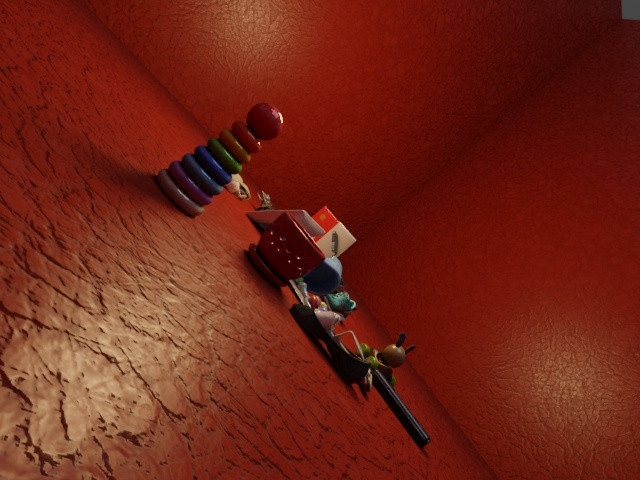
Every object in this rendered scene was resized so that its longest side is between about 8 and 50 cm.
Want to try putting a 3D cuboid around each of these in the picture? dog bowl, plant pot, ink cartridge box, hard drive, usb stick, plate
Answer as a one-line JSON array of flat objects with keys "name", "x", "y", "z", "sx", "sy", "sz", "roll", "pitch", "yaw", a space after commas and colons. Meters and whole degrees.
[{"name": "dog bowl", "x": -0.042, "y": 0.096, "z": 1.494, "sx": 0.297, "sy": 0.166, "sz": 0.074, "roll": 40, "pitch": 18, "yaw": -24}, {"name": "plant pot", "x": -0.105, "y": 0.036, "z": 1.217, "sx": 0.191, "sy": 0.174, "sz": 0.191, "roll": 48, "pitch": 2, "yaw": -2}, {"name": "ink cartridge box", "x": 0.000, "y": 0.000, "z": 2.214, "sx": 0.261, "sy": 0.296, "sz": 0.066, "roll": 49, "pitch": 3, "yaw": 1}, {"name": "hard drive", "x": 0.093, "y": 0.289, "z": 2.226, "sx": 0.254, "sy": 0.054, "sz": 0.172, "roll": 46, "pitch": 4, "yaw": -40}, {"name": "usb stick", "x": 0.258, "y": 0.547, "z": 1.333, "sx": 0.278, "sy": 0.045, "sz": 0.077, "roll": 50, "pitch": -4, "yaw": 29}, {"name": "plate", "x": -0.151, "y": -0.064, "z": 1.795, "sx": 0.277, "sy": 0.278, "sz": 0.045, "roll": 42, "pitch": 52, "yaw": -63}]

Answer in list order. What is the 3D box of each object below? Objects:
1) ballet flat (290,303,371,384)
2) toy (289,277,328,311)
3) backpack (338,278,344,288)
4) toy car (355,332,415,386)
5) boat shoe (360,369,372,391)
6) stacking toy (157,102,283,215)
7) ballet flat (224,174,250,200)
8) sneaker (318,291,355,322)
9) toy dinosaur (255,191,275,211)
[{"name": "ballet flat", "x": 0.037, "y": 0.265, "z": 1.123, "sx": 0.280, "sy": 0.096, "sz": 0.095, "roll": 49, "pitch": 3, "yaw": 12}, {"name": "toy", "x": -0.018, "y": 0.216, "z": 1.371, "sx": 0.237, "sy": 0.056, "sz": 0.137, "roll": 51, "pitch": 4, "yaw": 35}, {"name": "backpack", "x": 0.035, "y": 0.189, "z": 2.008, "sx": 0.158, "sy": 0.117, "sz": 0.173, "roll": 50, "pitch": 3, "yaw": 34}, {"name": "toy car", "x": 0.259, "y": 0.425, "z": 1.504, "sx": 0.155, "sy": 0.188, "sz": 0.149, "roll": 48, "pitch": 3, "yaw": -29}, {"name": "boat shoe", "x": 0.128, "y": 0.408, "z": 1.196, "sx": 0.043, "sy": 0.049, "sz": 0.137, "roll": 7, "pitch": 6, "yaw": 0}, {"name": "stacking toy", "x": -0.232, "y": -0.215, "z": 0.986, "sx": 0.141, "sy": 0.330, "sz": 0.141, "roll": 49, "pitch": 3, "yaw": -3}, {"name": "ballet flat", "x": -0.383, "y": -0.244, "z": 1.828, "sx": 0.086, "sy": 0.086, "sz": 0.248, "roll": 50, "pitch": 2, "yaw": 19}, {"name": "sneaker", "x": 0.066, "y": 0.251, "z": 1.688, "sx": 0.107, "sy": 0.110, "sz": 0.275, "roll": 51, "pitch": 4, "yaw": 34}, {"name": "toy dinosaur", "x": -0.242, "y": -0.107, "z": 2.067, "sx": 0.160, "sy": 0.121, "sz": 0.313, "roll": 31, "pitch": 19, "yaw": -42}]
